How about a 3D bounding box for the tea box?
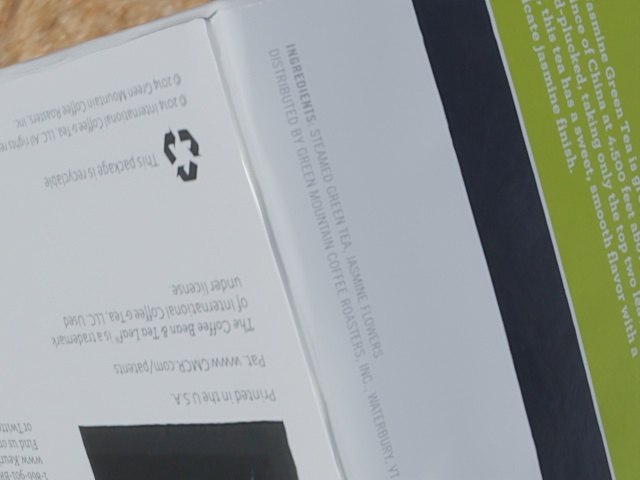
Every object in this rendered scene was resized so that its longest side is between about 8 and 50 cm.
[{"bbox_3d":[0.000,0.000,0.705,0.323,0.329,0.220,-22,100,-42],"label":"tea box"}]
